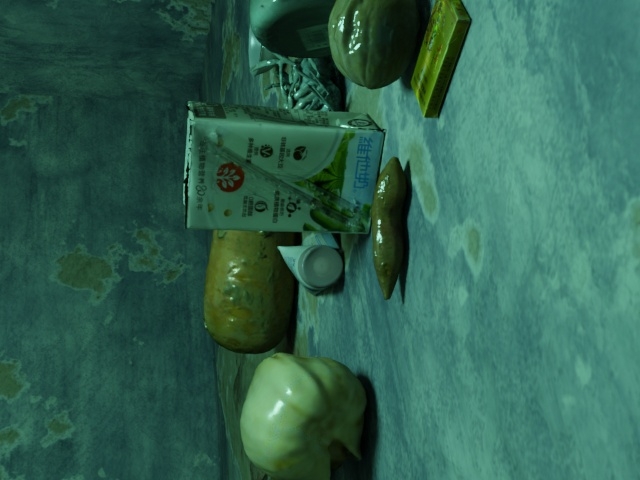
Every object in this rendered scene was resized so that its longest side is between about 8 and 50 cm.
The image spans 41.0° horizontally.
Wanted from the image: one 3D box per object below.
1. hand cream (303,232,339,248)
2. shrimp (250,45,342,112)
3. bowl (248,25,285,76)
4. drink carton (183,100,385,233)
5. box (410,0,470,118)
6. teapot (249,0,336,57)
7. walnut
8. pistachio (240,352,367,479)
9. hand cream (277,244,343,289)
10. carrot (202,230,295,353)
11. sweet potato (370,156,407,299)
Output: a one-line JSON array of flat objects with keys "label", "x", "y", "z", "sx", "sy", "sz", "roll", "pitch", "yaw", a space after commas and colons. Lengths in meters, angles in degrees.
[{"label": "hand cream", "x": 0.000, "y": 0.000, "z": 1.735, "sx": 0.065, "sy": 0.043, "sz": 0.170, "roll": 60, "pitch": 161, "yaw": 0}, {"label": "shrimp", "x": -0.029, "y": -0.231, "z": 1.669, "sx": 0.221, "sy": 0.166, "sz": 0.411, "roll": -179, "pitch": 78, "yaw": -74}, {"label": "bowl", "x": -0.129, "y": -0.513, "z": 2.193, "sx": 0.189, "sy": 0.086, "sz": 0.189, "roll": 179, "pitch": 90, "yaw": -75}, {"label": "drink carton", "x": -0.073, "y": -0.123, "z": 1.455, "sx": 0.132, "sy": 0.324, "sz": 0.194, "roll": -116, "pitch": 31, "yaw": -62}, {"label": "box", "x": 0.159, "y": -0.253, "z": 1.161, "sx": 0.156, "sy": 0.022, "sz": 0.089, "roll": 105, "pitch": 160, "yaw": -44}, {"label": "teapot", "x": 0.009, "y": -0.474, "z": 1.473, "sx": 0.223, "sy": 0.305, "sz": 0.285, "roll": -18, "pitch": 72, "yaw": 40}, {"label": "walnut", "x": 0.078, "y": -0.309, "z": 1.267, "sx": 0.140, "sy": 0.140, "sz": 0.162, "roll": -134, "pitch": 62, "yaw": -70}, {"label": "pistachio", "x": -0.032, "y": 0.317, "z": 1.504, "sx": 0.238, "sy": 0.229, "sz": 0.321, "roll": 55, "pitch": 162, "yaw": 22}, {"label": "hand cream", "x": -0.022, "y": 0.061, "z": 1.737, "sx": 0.133, "sy": 0.083, "sz": 0.248, "roll": 56, "pitch": 166, "yaw": -6}, {"label": "carrot", "x": -0.164, "y": 0.091, "z": 2.039, "sx": 0.224, "sy": 0.224, "sz": 0.341, "roll": -128, "pitch": 47, "yaw": -68}, {"label": "sweet potato", "x": 0.103, "y": -0.019, "z": 1.308, "sx": 0.065, "sy": 0.051, "sz": 0.218, "roll": -165, "pitch": 77, "yaw": -73}]
